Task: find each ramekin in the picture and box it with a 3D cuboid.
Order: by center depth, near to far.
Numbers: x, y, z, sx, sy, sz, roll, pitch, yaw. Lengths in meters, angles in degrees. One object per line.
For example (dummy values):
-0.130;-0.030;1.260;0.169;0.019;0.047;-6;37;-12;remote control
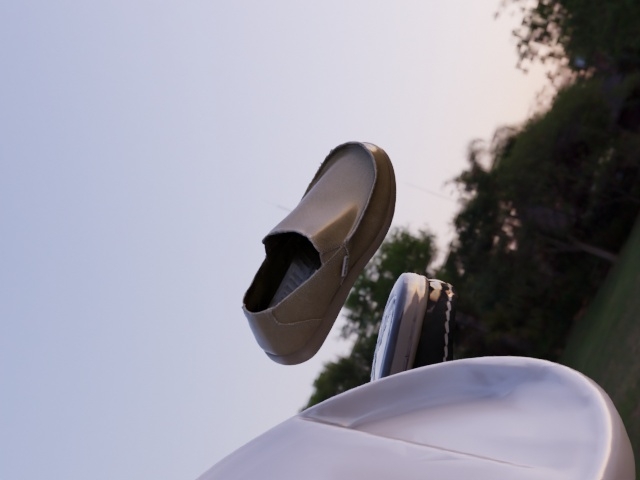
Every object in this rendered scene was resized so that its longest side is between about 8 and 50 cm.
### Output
0.033;0.176;0.443;0.127;0.272;0.273;64;-149;-11;ramekin

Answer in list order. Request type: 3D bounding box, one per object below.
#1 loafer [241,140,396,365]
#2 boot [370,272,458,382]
0.000;0.000;0.545;0.050;0.056;0.148;45;-120;-48;loafer
0.177;0.211;0.760;0.138;0.284;0.378;-66;-22;-74;boot
